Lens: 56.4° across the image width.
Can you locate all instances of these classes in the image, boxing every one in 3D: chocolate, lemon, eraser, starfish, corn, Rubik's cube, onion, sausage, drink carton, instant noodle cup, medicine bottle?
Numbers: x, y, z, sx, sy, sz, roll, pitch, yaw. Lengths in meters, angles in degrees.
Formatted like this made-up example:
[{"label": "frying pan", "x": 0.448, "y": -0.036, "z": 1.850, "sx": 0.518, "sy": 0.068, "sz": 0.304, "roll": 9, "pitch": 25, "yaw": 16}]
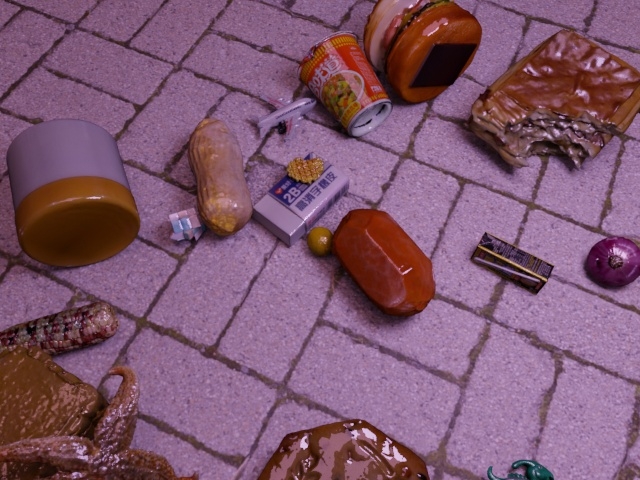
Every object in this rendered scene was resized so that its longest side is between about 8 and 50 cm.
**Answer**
[{"label": "chocolate", "x": -0.234, "y": -0.146, "z": 1.377, "sx": 0.134, "sy": 0.134, "sz": 0.309, "roll": -11, "pitch": 63, "yaw": -9}, {"label": "lemon", "x": 0.000, "y": 0.000, "z": 1.343, "sx": 0.062, "sy": 0.062, "sz": 0.083, "roll": -18, "pitch": 44, "yaw": -12}, {"label": "eraser", "x": -0.044, "y": -0.098, "z": 1.394, "sx": 0.124, "sy": 0.068, "sz": 0.210, "roll": 37, "pitch": 66, "yaw": 18}, {"label": "starfish", "x": -0.375, "y": 0.379, "z": 1.013, "sx": 0.375, "sy": 0.094, "sz": 0.327, "roll": 32, "pitch": 72, "yaw": -28}, {"label": "corn", "x": -0.535, "y": 0.189, "z": 1.199, "sx": 0.253, "sy": 0.086, "sz": 0.086, "roll": -16, "pitch": 63, "yaw": -8}, {"label": "Rubik's cube", "x": -0.300, "y": -0.030, "z": 1.342, "sx": 0.075, "sy": 0.084, "sz": 0.073, "roll": -19, "pitch": 90, "yaw": 4}, {"label": "onion", "x": 0.659, "y": 0.047, "z": 1.337, "sx": 0.115, "sy": 0.104, "sz": 0.115, "roll": 4, "pitch": 99, "yaw": 24}, {"label": "sausage", "x": 0.136, "y": 0.046, "z": 1.271, "sx": 0.141, "sy": 0.153, "sz": 0.268, "roll": -9, "pitch": 53, "yaw": -51}, {"label": "drink carton", "x": 0.424, "y": 0.051, "z": 1.331, "sx": 0.165, "sy": 0.071, "sz": 0.056, "roll": 28, "pitch": 60, "yaw": 14}, {"label": "instant noodle cup", "x": 0.071, "y": -0.383, "z": 1.505, "sx": 0.193, "sy": 0.193, "sz": 0.212, "roll": -28, "pitch": 73, "yaw": -17}, {"label": "medicine bottle", "x": -0.528, "y": -0.099, "z": 1.274, "sx": 0.238, "sy": 0.238, "sz": 0.232, "roll": -18, "pitch": 61, "yaw": -12}]

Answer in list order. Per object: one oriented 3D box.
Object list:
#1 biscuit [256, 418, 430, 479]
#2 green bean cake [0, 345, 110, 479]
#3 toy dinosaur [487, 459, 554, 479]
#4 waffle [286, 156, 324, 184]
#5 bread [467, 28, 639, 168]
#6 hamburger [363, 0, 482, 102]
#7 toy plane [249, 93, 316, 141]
[{"label": "biscuit", "x": 0.039, "y": 0.494, "z": 1.043, "sx": 0.359, "sy": 0.046, "sz": 0.359, "roll": 1, "pitch": 71, "yaw": -4}, {"label": "green bean cake", "x": -0.529, "y": 0.333, "z": 1.091, "sx": 0.229, "sy": 0.131, "sz": 0.224, "roll": 26, "pitch": 62, "yaw": 13}, {"label": "toy dinosaur", "x": 0.374, "y": 0.455, "z": 1.115, "sx": 0.132, "sy": 0.059, "sz": 0.096, "roll": 16, "pitch": 52, "yaw": -3}, {"label": "waffle", "x": -0.036, "y": -0.166, "z": 1.385, "sx": 0.085, "sy": 0.016, "sz": 0.078, "roll": 12, "pitch": 59, "yaw": 10}, {"label": "bread", "x": 0.581, "y": -0.317, "z": 1.484, "sx": 0.314, "sy": 0.191, "sz": 0.370, "roll": 42, "pitch": 79, "yaw": 13}, {"label": "hamburger", "x": 0.253, "y": -0.517, "z": 1.522, "sx": 0.291, "sy": 0.291, "sz": 0.225, "roll": -26, "pitch": 60, "yaw": -16}, {"label": "toy plane", "x": -0.089, "y": -0.320, "z": 1.517, "sx": 0.171, "sy": 0.065, "sz": 0.162, "roll": -21, "pitch": 63, "yaw": -16}]
